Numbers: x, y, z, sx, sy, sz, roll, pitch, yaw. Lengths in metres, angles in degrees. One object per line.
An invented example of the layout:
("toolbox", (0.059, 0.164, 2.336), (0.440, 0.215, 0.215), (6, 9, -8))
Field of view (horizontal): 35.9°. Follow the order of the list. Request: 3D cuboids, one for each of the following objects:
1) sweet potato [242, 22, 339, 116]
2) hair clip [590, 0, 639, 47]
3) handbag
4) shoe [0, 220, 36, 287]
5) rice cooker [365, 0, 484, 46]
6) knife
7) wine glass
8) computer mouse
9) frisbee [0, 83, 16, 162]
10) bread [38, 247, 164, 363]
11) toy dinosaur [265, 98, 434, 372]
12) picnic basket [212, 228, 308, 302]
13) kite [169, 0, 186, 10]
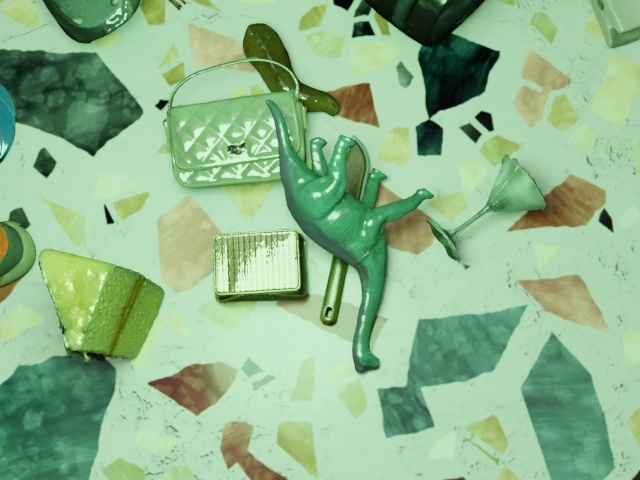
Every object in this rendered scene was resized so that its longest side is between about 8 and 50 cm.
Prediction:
("sweet potato", (-0.065, -0.301, 1.784), (0.081, 0.062, 0.233), (-40, 81, -6))
("hair clip", (0.495, -0.512, 1.778), (0.085, 0.101, 0.331), (-16, 79, -4))
("handbag", (-0.149, -0.207, 1.732), (0.256, 0.079, 0.219), (-7, 94, 2))
("shoe", (-0.670, 0.049, 1.685), (0.336, 0.171, 0.132), (-20, 78, -1))
("rice cooker", (0.185, -0.489, 1.713), (0.267, 0.267, 0.224), (-42, 82, -6))
("knife", (0.034, -0.023, 1.731), (0.061, 0.027, 0.343), (11, 78, 9))
("wine glass", (0.280, -0.047, 1.680), (0.183, 0.122, 0.122), (-38, 78, -1))
("computer mouse", (-0.441, -0.528, 1.825), (0.203, 0.114, 0.374), (-25, 79, 7))
("frisbee", (-0.681, -0.212, 1.811), (0.242, 0.045, 0.242), (-1, 78, 5))
("bread", (-0.350, 0.094, 1.609), (0.142, 0.266, 0.178), (-38, 77, -1))
("toy dinosaur", (0.000, 0.000, 1.656), (0.383, 0.129, 0.331), (29, 82, -11))
("picnic basket", (-0.105, 0.045, 1.697), (0.164, 0.079, 0.115), (-4, 78, 3))
("kite", (-0.348, -0.518, 1.875), (0.198, 0.006, 0.244), (-41, 78, -6))
